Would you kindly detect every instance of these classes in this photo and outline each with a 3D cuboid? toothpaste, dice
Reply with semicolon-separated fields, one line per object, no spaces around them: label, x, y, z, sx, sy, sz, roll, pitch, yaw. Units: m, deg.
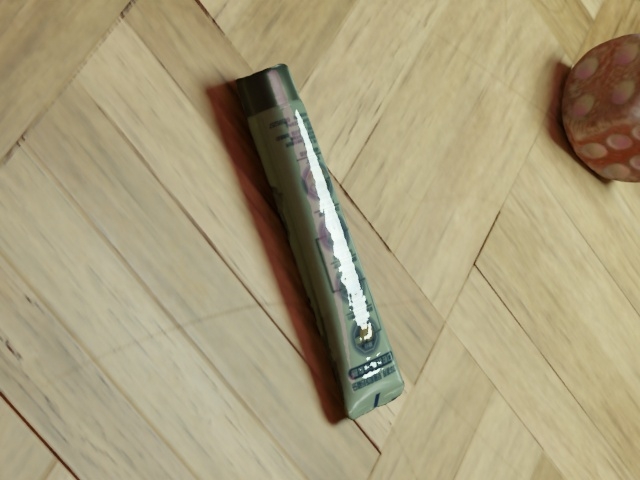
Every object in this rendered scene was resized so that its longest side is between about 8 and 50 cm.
toothpaste;0.000;0.000;1.252;0.062;0.039;0.239;-23;94;-47
dice;0.260;-0.108;1.553;0.094;0.093;0.091;36;50;-34
